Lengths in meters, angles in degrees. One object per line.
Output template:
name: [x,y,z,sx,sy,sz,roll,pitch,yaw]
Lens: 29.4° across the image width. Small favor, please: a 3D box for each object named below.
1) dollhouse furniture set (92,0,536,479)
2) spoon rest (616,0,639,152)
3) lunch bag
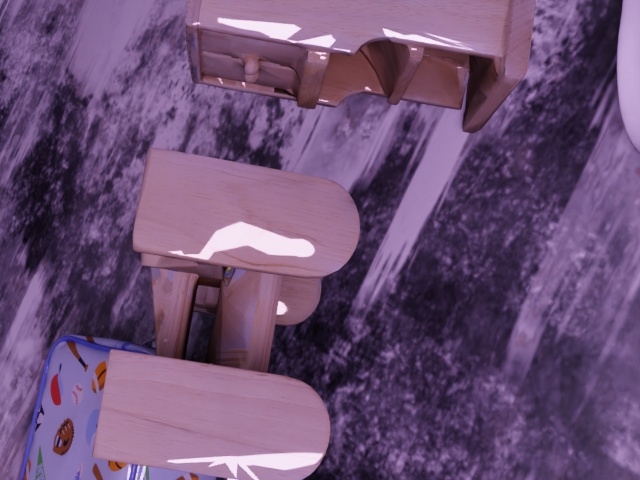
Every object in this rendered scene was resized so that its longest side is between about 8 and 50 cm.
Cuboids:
dollhouse furniture set: [0.000,0.000,0.953,0.362,0.256,0.394,112,167,-80]
spoon rest: [0.275,-0.202,0.902,0.137,0.084,0.276,5,79,47]
lunch bag: [-0.211,0.239,1.208,0.243,0.115,0.303,3,77,49]
